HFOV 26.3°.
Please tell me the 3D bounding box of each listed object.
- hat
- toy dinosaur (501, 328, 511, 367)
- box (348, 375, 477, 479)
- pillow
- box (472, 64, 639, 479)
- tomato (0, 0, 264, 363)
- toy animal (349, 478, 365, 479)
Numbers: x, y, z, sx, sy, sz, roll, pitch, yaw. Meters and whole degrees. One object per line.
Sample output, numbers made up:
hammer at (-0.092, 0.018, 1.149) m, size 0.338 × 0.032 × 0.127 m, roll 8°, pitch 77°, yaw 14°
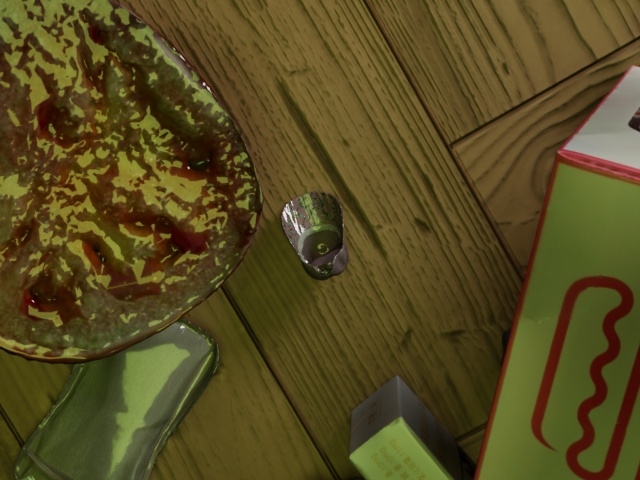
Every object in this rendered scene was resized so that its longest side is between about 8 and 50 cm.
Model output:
hat at (-0.001, -0.002, 1.278) m, size 0.058 × 0.042 × 0.087 m, roll -21°, pitch 63°, yaw -2°
toy dinosaur at (0.401, 0.073, 1.250) m, size 0.331 × 0.129 × 0.383 m, roll 41°, pitch 97°, yaw 5°
box at (0.122, 0.244, 1.250) m, size 0.067 × 0.149 × 0.233 m, roll -40°, pitch 95°, yaw 10°
pillow at (-0.196, 0.168, 1.306) m, size 0.131 × 0.038 × 0.232 m, roll 28°, pitch 98°, yaw 1°
box at (0.315, 0.070, 1.037) m, size 0.300 × 0.314 × 0.312 m, roll 17°, pitch 114°, yaw 17°
tomato at (-0.222, -0.064, 1.218) m, size 0.338 × 0.143 × 0.338 m, roll 0°, pitch 103°, yaw 2°
toy animal at (-0.006, 0.276, 1.298) m, size 0.085 × 0.071 × 0.124 m, roll 20°, pitch 99°, yaw 0°
